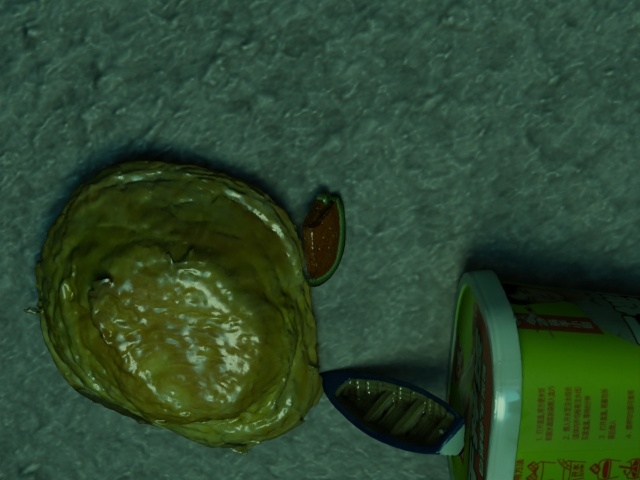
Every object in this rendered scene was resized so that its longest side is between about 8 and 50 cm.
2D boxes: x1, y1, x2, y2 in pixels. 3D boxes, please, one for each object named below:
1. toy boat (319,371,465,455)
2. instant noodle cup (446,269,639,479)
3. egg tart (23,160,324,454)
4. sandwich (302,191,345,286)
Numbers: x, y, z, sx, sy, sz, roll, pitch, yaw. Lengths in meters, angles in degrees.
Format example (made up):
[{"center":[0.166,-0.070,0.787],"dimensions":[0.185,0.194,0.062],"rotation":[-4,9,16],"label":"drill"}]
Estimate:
[{"center":[0.078,0.196,1.746],"dimensions":[0.080,0.229,0.046],"rotation":[-49,126,-19],"label":"toy boat"},{"center":[0.311,0.178,1.693],"dimensions":[0.308,0.294,0.293],"rotation":[2,111,-5],"label":"instant noodle cup"},{"center":[-0.171,0.086,1.728],"dimensions":[0.340,0.153,0.351],"rotation":[1,110,5],"label":"egg tart"},{"center":[0.002,-0.003,1.729],"dimensions":[0.026,0.069,0.101],"rotation":[7,107,33],"label":"sandwich"}]
